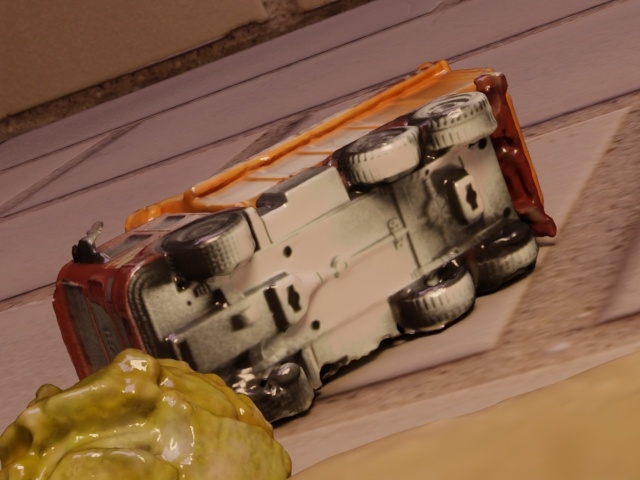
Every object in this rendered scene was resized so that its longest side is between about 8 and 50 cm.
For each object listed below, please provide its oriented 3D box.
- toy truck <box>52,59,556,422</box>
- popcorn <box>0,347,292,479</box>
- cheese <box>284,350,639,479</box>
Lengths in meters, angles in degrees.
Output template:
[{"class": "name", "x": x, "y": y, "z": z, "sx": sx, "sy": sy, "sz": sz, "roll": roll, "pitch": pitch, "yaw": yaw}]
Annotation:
[{"class": "toy truck", "x": 0.000, "y": 0.000, "z": 0.903, "sx": 0.270, "sy": 0.114, "sz": 0.135, "roll": -29, "pitch": 16, "yaw": -30}, {"class": "popcorn", "x": -0.069, "y": 0.092, "z": 0.628, "sx": 0.120, "sy": 0.106, "sz": 0.116, "roll": -23, "pitch": 20, "yaw": -3}, {"class": "cheese", "x": 0.050, "y": 0.097, "z": 0.334, "sx": 0.218, "sy": 0.117, "sz": 0.235, "roll": -28, "pitch": 15, "yaw": -32}]
